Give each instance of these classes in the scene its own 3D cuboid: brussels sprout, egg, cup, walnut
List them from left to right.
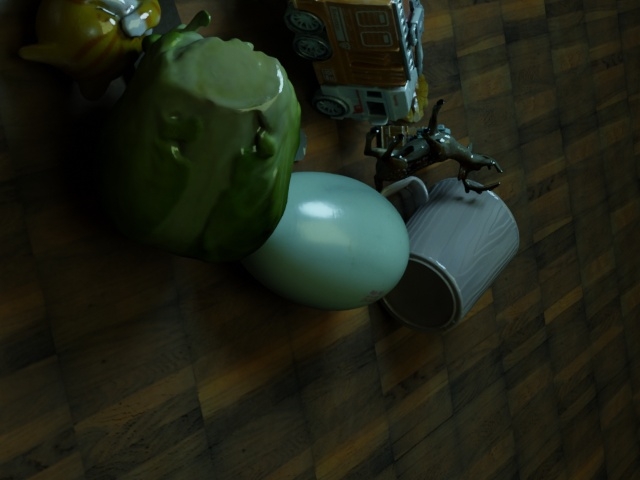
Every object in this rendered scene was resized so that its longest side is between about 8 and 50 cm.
[{"bbox_3d":[-0.161,-0.124,1.524,0.315,0.275,0.371,-63,178,-20],"label":"brussels sprout"},{"bbox_3d":[0.000,0.000,1.820,0.370,0.229,0.230,12,79,-47],"label":"egg"},{"bbox_3d":[0.157,-0.316,2.175,0.143,0.069,0.170,-17,98,-55],"label":"walnut"},{"bbox_3d":[0.239,0.005,2.158,0.273,0.208,0.288,-47,126,-42],"label":"cup"}]

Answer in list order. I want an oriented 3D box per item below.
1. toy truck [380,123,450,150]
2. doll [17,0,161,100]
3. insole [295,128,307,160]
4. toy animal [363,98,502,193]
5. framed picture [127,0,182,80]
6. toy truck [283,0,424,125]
[{"bbox_3d":[0.208,-0.197,2.200,0.177,0.115,0.080,-7,94,-54],"label":"toy truck"},{"bbox_3d":[-0.293,-0.346,1.492,0.166,0.162,0.270,29,68,-35],"label":"doll"},{"bbox_3d":[-0.099,-0.193,1.874,0.247,0.011,0.081,23,69,-51],"label":"insole"},{"bbox_3d":[0.211,-0.162,2.053,0.260,0.243,0.087,60,22,-59],"label":"toy animal"},{"bbox_3d":[-0.262,-0.322,1.651,0.128,0.023,0.169,-41,121,-45],"label":"framed picture"},{"bbox_3d":[0.078,-0.356,1.878,0.387,0.206,0.173,67,35,-63],"label":"toy truck"}]
